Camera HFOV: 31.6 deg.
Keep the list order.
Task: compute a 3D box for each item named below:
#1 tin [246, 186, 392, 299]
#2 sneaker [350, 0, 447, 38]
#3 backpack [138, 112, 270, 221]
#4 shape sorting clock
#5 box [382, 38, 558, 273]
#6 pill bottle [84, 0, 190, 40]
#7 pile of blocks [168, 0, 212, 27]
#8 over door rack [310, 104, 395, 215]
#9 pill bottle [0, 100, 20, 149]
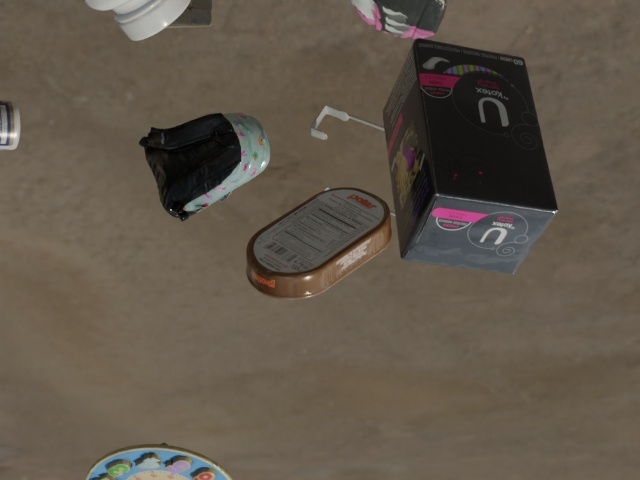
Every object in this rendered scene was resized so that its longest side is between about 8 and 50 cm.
[{"bbox_3d":[0.000,0.000,1.262,0.190,0.106,0.040,-34,142,-34],"label":"tin"},{"bbox_3d":[0.049,-0.271,1.119,0.178,0.077,0.072,27,140,-7],"label":"sneaker"},{"bbox_3d":[-0.170,-0.129,1.726,0.182,0.152,0.115,-26,177,33],"label":"backpack"},{"bbox_3d":[-0.215,0.343,1.526,0.206,0.040,0.206,3,135,3],"label":"shape sorting clock"},{"bbox_3d":[0.187,-0.111,1.473,0.165,0.270,0.143,6,142,-14],"label":"box"},{"bbox_3d":[-0.222,-0.308,1.184,0.112,0.112,0.186,-16,127,30],"label":"pill bottle"},{"bbox_3d":[-0.161,-0.412,1.523,0.113,0.362,0.149,3,134,33],"label":"pile of blocks"},{"bbox_3d":[0.149,-0.120,1.883,0.324,0.108,0.239,11,145,9],"label":"over door rack"},{"bbox_3d":[-0.657,-0.218,2.119,0.169,0.094,0.094,-1,160,-27],"label":"pill bottle"}]
